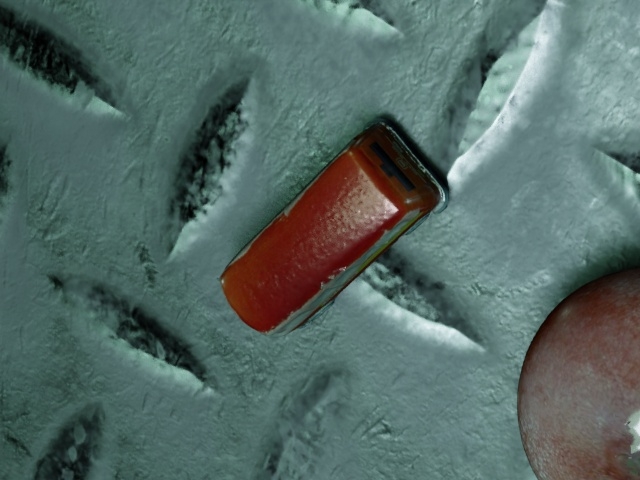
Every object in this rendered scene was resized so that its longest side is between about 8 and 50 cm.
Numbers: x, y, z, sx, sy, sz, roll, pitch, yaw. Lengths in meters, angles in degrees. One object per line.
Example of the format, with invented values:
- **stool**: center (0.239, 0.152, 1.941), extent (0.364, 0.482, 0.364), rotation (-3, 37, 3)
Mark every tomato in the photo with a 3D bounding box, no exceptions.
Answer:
- **tomato**: center (0.315, 0.160, 1.195), extent (0.270, 0.227, 0.270), rotation (6, 107, 19)

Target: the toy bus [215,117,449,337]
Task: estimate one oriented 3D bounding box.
- **toy bus**: center (0.000, 0.000, 1.341), extent (0.265, 0.120, 0.121), rotation (-43, 85, 27)
